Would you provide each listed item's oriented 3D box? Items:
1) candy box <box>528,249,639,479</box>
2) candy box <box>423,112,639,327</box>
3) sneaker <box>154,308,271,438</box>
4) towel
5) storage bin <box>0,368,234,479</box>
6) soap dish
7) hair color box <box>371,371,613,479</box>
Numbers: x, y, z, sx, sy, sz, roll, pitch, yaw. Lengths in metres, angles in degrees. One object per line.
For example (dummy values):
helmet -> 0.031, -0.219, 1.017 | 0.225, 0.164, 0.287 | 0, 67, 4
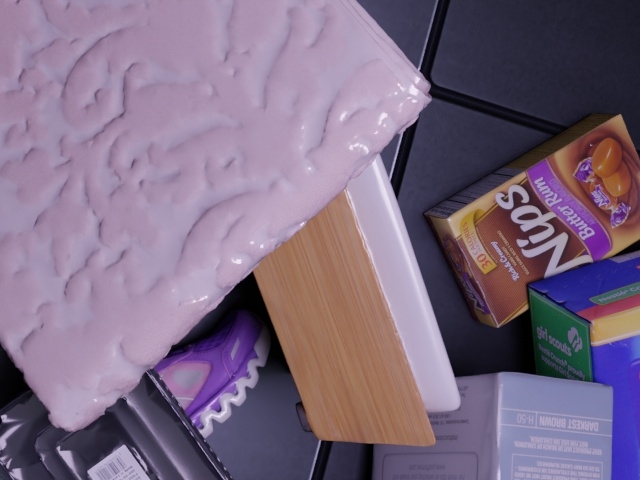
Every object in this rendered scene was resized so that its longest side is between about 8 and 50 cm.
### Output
candy box -> 0.329, 0.163, 1.285 | 0.268, 0.122, 0.317 | -15, 107, -19
candy box -> 0.194, -0.019, 1.279 | 0.186, 0.053, 0.109 | -31, 105, -13
sneaker -> -0.144, 0.127, 1.152 | 0.236, 0.095, 0.104 | -42, 99, -11
towel -> -0.136, -0.092, 1.009 | 0.332, 0.053, 0.317 | -44, 69, 13
storage bin -> -0.142, 0.167, 1.069 | 0.122, 0.084, 0.180 | -35, 94, -5
soap dish -> 0.000, 0.000, 1.128 | 0.118, 0.229, 0.291 | -20, 101, 0
hair color box -> 0.125, 0.298, 1.163 | 0.113, 0.185, 0.374 | 10, 78, -26
